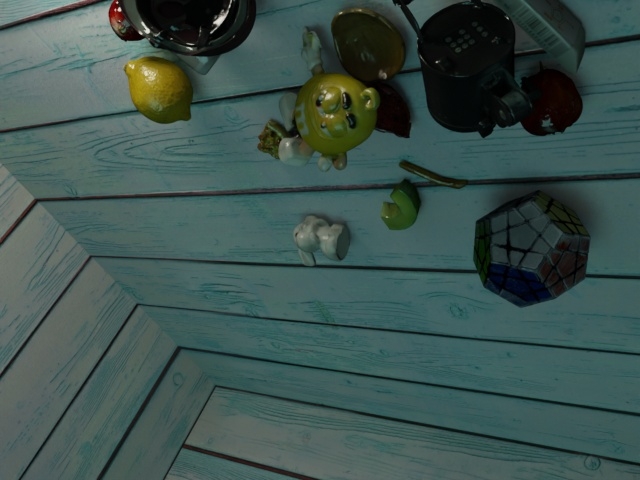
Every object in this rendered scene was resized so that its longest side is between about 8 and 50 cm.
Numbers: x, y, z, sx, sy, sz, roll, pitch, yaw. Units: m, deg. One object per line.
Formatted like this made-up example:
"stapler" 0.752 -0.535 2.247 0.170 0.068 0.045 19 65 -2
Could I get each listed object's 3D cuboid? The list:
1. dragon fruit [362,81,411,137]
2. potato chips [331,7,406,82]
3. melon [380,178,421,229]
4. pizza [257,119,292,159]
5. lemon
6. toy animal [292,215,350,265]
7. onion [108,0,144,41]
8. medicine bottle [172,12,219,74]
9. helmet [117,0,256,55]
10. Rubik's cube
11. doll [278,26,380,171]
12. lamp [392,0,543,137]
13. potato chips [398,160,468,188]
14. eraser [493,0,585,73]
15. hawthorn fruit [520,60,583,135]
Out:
"dragon fruit" 0.171 -0.349 1.864 0.161 0.127 0.120 17 -163 -28
"potato chips" 0.118 -0.486 1.714 0.208 0.062 0.195 35 144 -10
"melon" 0.248 -0.103 2.156 0.118 0.064 0.209 32 150 -7
"pizza" -0.141 -0.296 2.187 0.134 0.046 0.175 -6 135 42
"lemon" -0.481 -0.451 2.100 0.244 0.187 0.187 42 145 -13
"toy animal" 0.006 0.006 2.428 0.193 0.127 0.179 2 141 31
"onion" -0.529 -0.621 1.961 0.131 0.131 0.131 19 147 13
"medicine bottle" -0.363 -0.563 1.897 0.215 0.135 0.135 37 147 -14
"helmet" -0.311 -0.589 1.734 0.338 0.271 0.197 19 -170 11
"Rubik's cube" 0.566 0.023 1.901 0.319 0.264 0.319 20 147 13
"doll" -0.001 -0.340 1.838 0.348 0.161 0.423 60 150 23
"lamp" 0.321 -0.382 1.557 0.374 0.205 0.272 58 177 12
"potato chips" 0.322 -0.187 2.015 0.204 0.026 0.037 20 144 14
"eraser" 0.435 -0.489 1.449 0.352 0.089 0.061 38 149 -14
"hawthorn fruit" 0.516 -0.322 1.595 0.148 0.148 0.172 -13 102 46
